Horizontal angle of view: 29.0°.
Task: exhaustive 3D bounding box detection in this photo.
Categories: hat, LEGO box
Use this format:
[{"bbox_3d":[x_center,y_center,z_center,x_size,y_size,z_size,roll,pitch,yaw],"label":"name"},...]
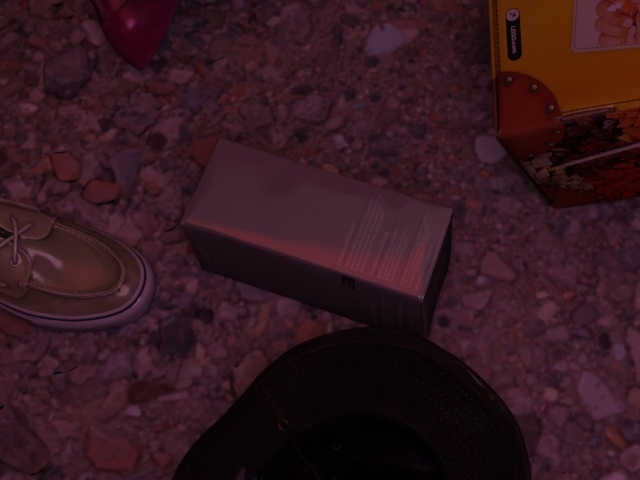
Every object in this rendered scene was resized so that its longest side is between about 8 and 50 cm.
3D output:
[{"bbox_3d":[0.039,0.246,1.058,0.331,0.134,0.331,-7,71,22],"label":"hat"},{"bbox_3d":[0.355,-0.317,1.156,0.372,0.193,0.500,-8,69,24],"label":"LEGO box"}]

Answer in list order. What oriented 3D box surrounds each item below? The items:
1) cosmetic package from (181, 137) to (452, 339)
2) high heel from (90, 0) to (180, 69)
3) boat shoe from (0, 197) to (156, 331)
[{"bbox_3d":[0.000,0.000,1.165,0.238,0.127,0.107,15,69,12],"label":"cosmetic package"},{"bbox_3d":[-0.137,-0.290,1.338,0.244,0.082,0.117,-38,105,-26],"label":"high heel"},{"bbox_3d":[-0.309,0.011,1.204,0.302,0.094,0.109,14,70,11],"label":"boat shoe"}]
